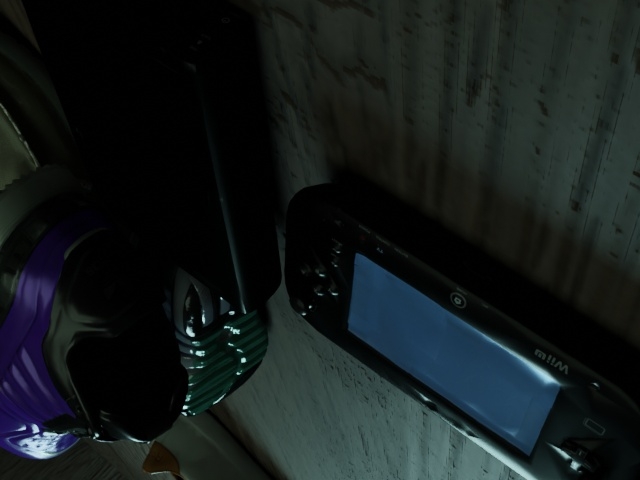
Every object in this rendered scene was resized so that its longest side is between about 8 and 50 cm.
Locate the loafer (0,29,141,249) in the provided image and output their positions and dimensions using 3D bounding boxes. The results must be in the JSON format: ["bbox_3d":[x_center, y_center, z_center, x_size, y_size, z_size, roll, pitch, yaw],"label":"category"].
[{"bbox_3d":[-0.206,-0.051,0.678,0.251,0.087,0.094,53,156,-23],"label":"loafer"}]

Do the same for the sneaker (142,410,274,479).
[{"bbox_3d":[-0.103,0.340,1.169,0.290,0.123,0.106,46,156,-9],"label":"sneaker"}]

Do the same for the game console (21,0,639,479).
[{"bbox_3d":[0.000,0.000,0.463,0.361,0.044,0.213,33,154,23],"label":"game console"}]

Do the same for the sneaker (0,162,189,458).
[{"bbox_3d":[-0.161,0.095,0.643,0.146,0.102,0.293,37,142,15],"label":"sneaker"}]

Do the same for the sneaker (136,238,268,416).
[{"bbox_3d":[-0.094,0.047,0.700,0.098,0.083,0.223,50,152,22],"label":"sneaker"}]
